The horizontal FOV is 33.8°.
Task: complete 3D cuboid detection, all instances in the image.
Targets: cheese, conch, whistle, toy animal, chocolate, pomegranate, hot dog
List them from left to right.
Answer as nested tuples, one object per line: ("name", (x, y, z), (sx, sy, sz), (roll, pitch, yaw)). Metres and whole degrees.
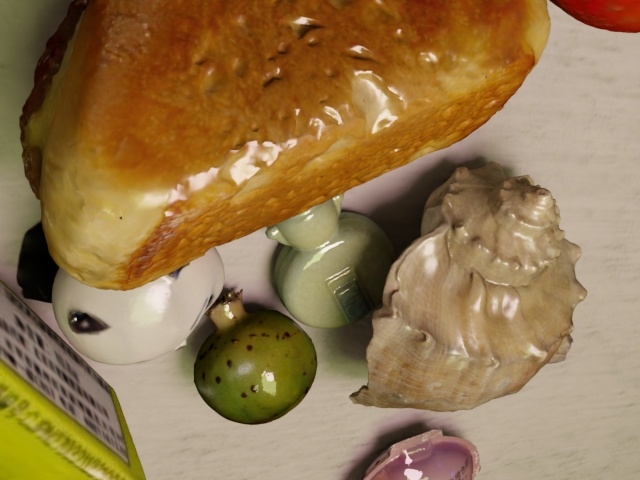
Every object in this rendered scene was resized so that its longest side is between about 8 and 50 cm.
("chocolate", (-0.342, 0.156, 0.886), (0.289, 0.137, 0.301), (-23, 136, 10))
("toy animal", (-0.167, 0.040, 0.898), (0.166, 0.179, 0.138), (-40, 119, -3))
("pomegranate", (-0.065, 0.119, 1.050), (0.130, 0.130, 0.130), (-14, 130, -17))
("hot dog", (-0.043, -0.138, 0.782), (0.405, 0.223, 0.185), (-26, 172, -21))
("whistle", (0.000, 0.000, 1.019), (0.126, 0.067, 0.258), (-31, 131, -4))
("cheese", (0.120, 0.335, 1.337), (0.189, 0.074, 0.285), (-18, 135, -12))
("conch", (0.142, 0.078, 1.045), (0.263, 0.186, 0.324), (-26, 140, -41))

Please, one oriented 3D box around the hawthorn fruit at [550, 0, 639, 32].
("hawthorn fruit", (0.256, -0.291, 0.783), (0.284, 0.284, 0.284), (-14, 130, -17))
